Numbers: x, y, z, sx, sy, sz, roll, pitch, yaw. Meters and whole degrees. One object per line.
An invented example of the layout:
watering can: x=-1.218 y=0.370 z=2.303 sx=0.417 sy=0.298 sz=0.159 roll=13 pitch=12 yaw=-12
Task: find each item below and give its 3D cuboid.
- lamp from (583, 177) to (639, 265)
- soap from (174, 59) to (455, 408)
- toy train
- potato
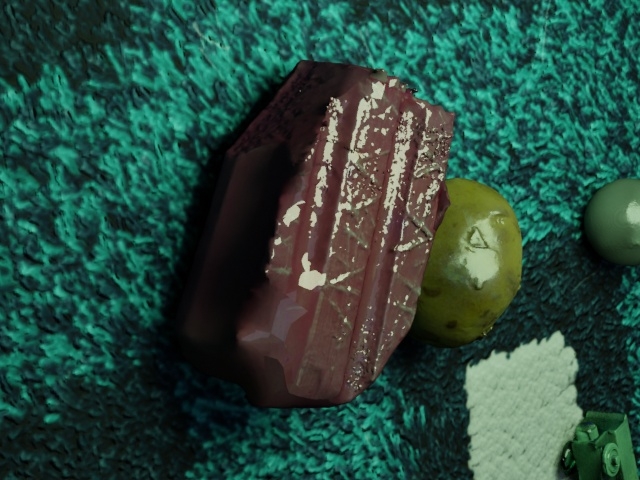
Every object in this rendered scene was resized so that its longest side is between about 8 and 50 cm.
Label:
lamp: x=0.358 y=-0.022 z=1.716 sx=0.105 sy=0.105 sz=0.105 roll=-5 pitch=97 yaw=-42
soap: x=0.000 y=0.000 z=1.370 sx=0.220 sy=0.127 sz=0.325 roll=19 pitch=81 yaw=-41
toy train: x=0.337 y=0.285 z=1.750 sx=0.099 sy=0.070 sz=0.172 roll=-34 pitch=116 yaw=-47
potato: x=0.137 y=0.022 z=1.502 sx=0.137 sy=0.137 sz=0.176 roll=11 pitch=84 yaw=-43
